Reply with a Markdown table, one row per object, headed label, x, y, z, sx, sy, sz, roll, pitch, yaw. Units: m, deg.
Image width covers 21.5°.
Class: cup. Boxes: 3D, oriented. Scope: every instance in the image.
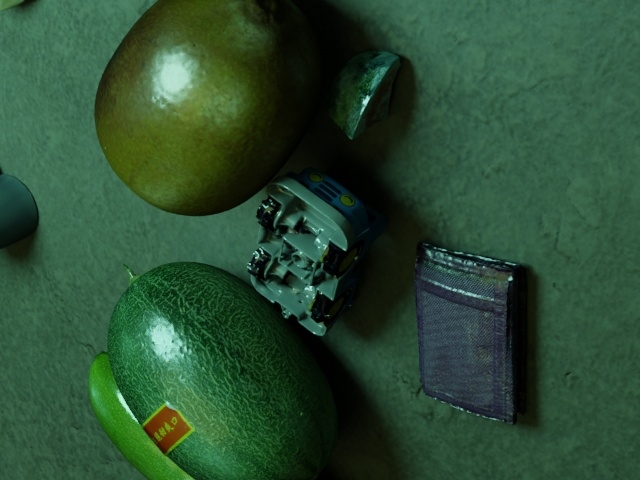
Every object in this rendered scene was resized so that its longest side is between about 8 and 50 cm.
| label | x | y | z | sx | sy | sz | roll | pitch | yaw |
| --- | --- | --- | --- | --- | --- | --- | --- | --- | --- |
| cup | -0.368 | -0.035 | 1.852 | 0.078 | 0.077 | 0.100 | -7 | 107 | 38 |

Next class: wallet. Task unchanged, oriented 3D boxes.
| label | x | y | z | sx | sy | sz | roll | pitch | yaw |
| --- | --- | --- | --- | --- | --- | --- | --- | --- | --- |
| wallet | 0.138 | 0.087 | 1.580 | 0.111 | 0.030 | 0.166 | 12 | 119 | 30 |

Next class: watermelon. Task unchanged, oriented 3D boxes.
| label | x | y | z | sx | sy | sz | roll | pitch | yaw |
| --- | --- | --- | --- | --- | --- | --- | --- | --- | --- |
| watermelon | 0.048 | -0.134 | 1.535 | 0.085 | 0.085 | 0.061 | -10 | 146 | 38 |

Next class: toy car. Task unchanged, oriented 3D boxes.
| label | x | y | z | sx | sy | sz | roll | pitch | yaw |
| --- | --- | --- | --- | --- | --- | --- | --- | --- | --- |
| toy car | 0.000 | 0.000 | 1.601 | 0.097 | 0.100 | 0.191 | 36 | 148 | 16 |

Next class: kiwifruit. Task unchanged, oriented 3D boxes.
| label | x | y | z | sx | sy | sz | roll | pitch | yaw |
| --- | --- | --- | --- | --- | --- | --- | --- | --- | --- |
| kiwifruit | -0.098 | -0.136 | 1.535 | 0.196 | 0.196 | 0.234 | 43 | 128 | 10 |

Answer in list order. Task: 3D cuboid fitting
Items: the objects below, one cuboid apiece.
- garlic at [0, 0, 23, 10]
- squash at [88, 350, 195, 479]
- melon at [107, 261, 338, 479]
| label | x | y | z | sx | sy | sz | roll | pitch | yaw |
| --- | --- | --- | --- | --- | --- | --- | --- | --- | --- |
| garlic | -0.315 | -0.266 | 1.715 | 0.041 | 0.053 | 0.083 | 60 | 140 | 15 |
| squash | -0.097 | 0.250 | 1.781 | 0.395 | 0.107 | 0.107 | 33 | 127 | 16 |
| melon | -0.104 | 0.133 | 1.677 | 0.288 | 0.182 | 0.182 | 52 | 131 | 8 |
